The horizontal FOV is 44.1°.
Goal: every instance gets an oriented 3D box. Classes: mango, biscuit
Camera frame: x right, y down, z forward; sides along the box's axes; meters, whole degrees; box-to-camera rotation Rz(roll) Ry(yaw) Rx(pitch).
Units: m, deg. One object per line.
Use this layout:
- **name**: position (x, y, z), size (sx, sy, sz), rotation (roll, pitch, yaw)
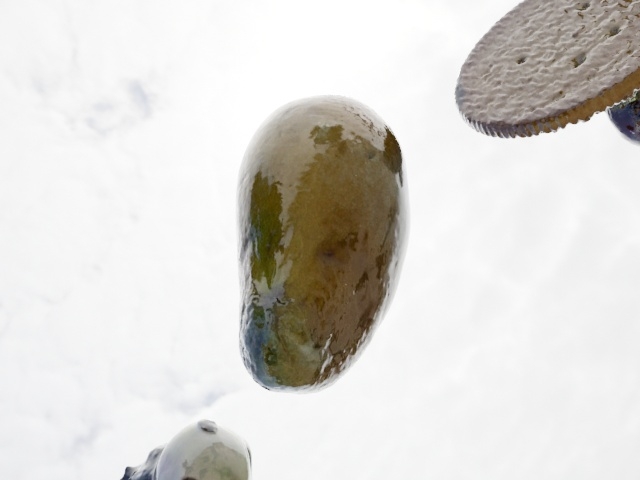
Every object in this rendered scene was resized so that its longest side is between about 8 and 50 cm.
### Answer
- **mango**: position (0.000, 0.000, 0.659), size (0.316, 0.146, 0.192), rotation (-80, -24, -48)
- **biscuit**: position (0.296, -0.228, 0.931), size (0.305, 0.305, 0.038), rotation (-49, -59, -10)

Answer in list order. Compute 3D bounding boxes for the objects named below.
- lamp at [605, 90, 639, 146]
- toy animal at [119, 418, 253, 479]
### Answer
- **lamp**: position (0.528, -0.224, 1.236), size (0.157, 0.156, 0.135), rotation (-28, -17, 2)
- **toy animal**: position (-0.214, 0.437, 1.406), size (0.212, 0.212, 0.267), rotation (-8, -18, -40)
